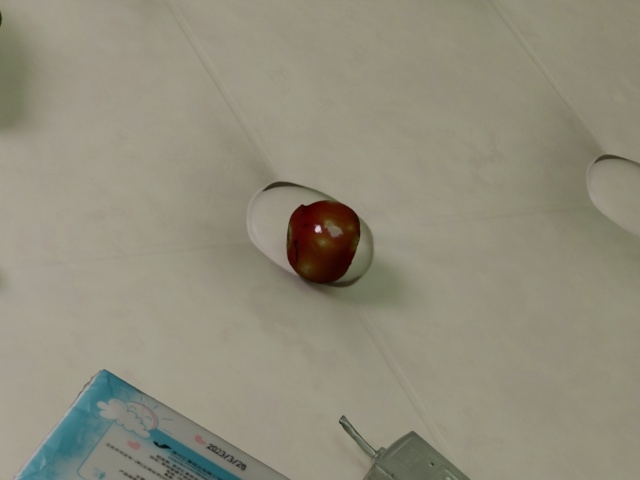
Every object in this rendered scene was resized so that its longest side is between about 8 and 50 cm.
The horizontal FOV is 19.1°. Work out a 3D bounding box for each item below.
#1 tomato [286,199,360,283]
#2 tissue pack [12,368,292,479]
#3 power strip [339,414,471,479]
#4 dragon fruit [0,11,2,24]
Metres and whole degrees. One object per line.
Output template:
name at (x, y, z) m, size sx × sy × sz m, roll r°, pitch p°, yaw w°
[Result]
tomato at (0.000, 0.000, 1.962) m, size 0.075 × 0.087 × 0.087 m, roll 17°, pitch 41°, yaw -11°
tissue pack at (-0.124, 0.251, 1.578) m, size 0.271 × 0.124 × 0.201 m, roll 30°, pitch 35°, yaw 2°
power strip at (0.084, 0.226, 1.802) m, size 0.175 × 0.042 × 0.075 m, roll 40°, pitch 41°, yaw 12°
dragon fruit at (-0.448, -0.241, 1.915) m, size 0.295 × 0.130 × 0.268 m, roll -16°, pitch 52°, yaw -41°
